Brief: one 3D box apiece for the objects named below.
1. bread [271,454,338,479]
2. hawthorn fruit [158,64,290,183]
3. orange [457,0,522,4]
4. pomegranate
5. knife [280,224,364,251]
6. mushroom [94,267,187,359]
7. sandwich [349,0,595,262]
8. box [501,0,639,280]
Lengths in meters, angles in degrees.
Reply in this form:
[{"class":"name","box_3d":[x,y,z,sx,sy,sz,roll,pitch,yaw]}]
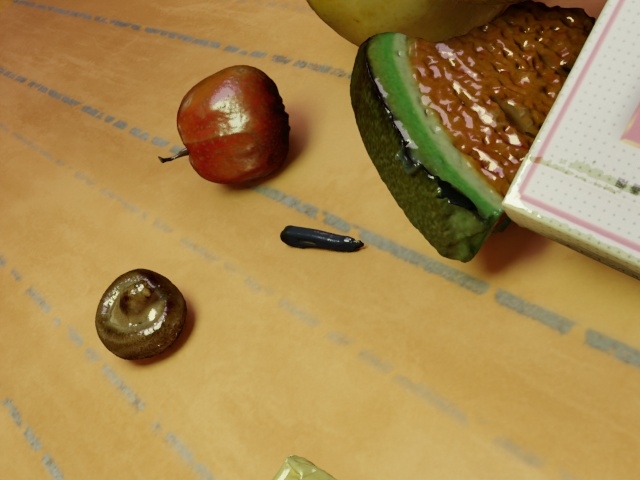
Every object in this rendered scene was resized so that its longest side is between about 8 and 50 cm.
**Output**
[{"class":"bread","box_3d":[0.036,0.257,0.573,0.106,0.140,0.236,-52,38,-13]},{"class":"hawthorn fruit","box_3d":[-0.136,-0.150,1.105,0.194,0.157,0.157,-23,40,11]},{"class":"orange","box_3d":[0.183,-0.363,0.776,0.274,0.274,0.274,-21,41,19]},{"class":"pomegranate","box_3d":[0.110,-0.403,1.058,0.332,0.332,0.333,-21,41,19]},{"class":"knife","box_3d":[0.000,0.000,0.955,0.121,0.031,0.018,11,58,37]},{"class":"mushroom","box_3d":[-0.220,0.090,0.986,0.109,0.085,0.126,-56,49,22]},{"class":"sandwich","box_3d":[0.187,-0.129,0.854,0.301,0.162,0.250,-27,68,-13]},{"class":"box","box_3d":[0.319,-0.122,0.649,0.210,0.095,0.330,28,90,28]}]
